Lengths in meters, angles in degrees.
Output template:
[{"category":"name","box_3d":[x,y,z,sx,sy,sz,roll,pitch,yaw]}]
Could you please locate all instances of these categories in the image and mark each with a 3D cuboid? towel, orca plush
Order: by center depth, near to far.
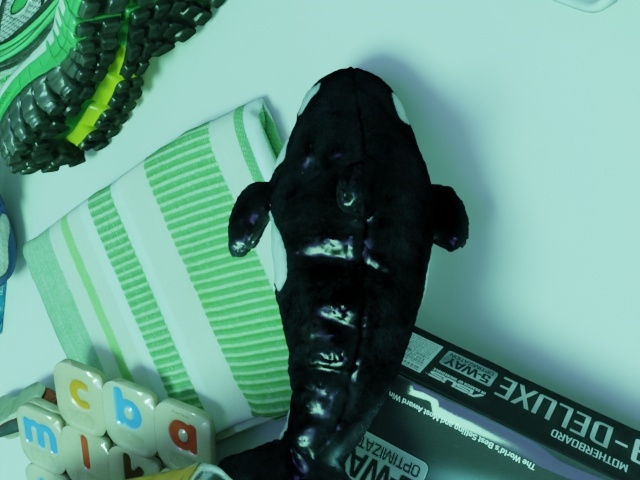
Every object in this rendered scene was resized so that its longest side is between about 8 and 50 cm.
[{"category":"orca plush","box_3d":[0.000,0.000,0.498,0.151,0.287,0.102,16,154,15]},{"category":"towel","box_3d":[-0.116,0.055,0.726,0.325,0.038,0.247,-28,85,37]}]

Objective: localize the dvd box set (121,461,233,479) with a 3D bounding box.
[{"category":"dvd box set","box_3d":[-0.079,0.291,0.603,0.307,0.062,0.420,46,143,-13]}]

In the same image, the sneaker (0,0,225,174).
[{"category":"sneaker","box_3d":[-0.181,-0.197,0.647,0.343,0.134,0.146,-39,78,35]}]

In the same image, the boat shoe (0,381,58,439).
[{"category":"boat shoe","box_3d":[-0.310,0.183,0.886,0.137,0.049,0.043,-26,125,36]}]

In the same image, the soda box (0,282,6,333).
[{"category":"soda box","box_3d":[-0.432,0.036,0.919,0.210,0.067,0.071,25,115,27]}]

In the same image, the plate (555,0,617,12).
[{"category":"plate","box_3d":[0.118,-0.266,0.396,0.277,0.045,0.277,-118,35,-61]}]

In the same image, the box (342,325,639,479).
[{"category":"box","box_3d":[0.113,0.212,0.557,0.308,0.076,0.242,25,115,19]}]

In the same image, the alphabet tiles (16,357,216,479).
[{"category":"alphabet tiles","box_3d":[-0.161,0.242,0.778,0.284,0.021,0.277,15,119,26]}]

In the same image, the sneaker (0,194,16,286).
[{"category":"sneaker","box_3d":[-0.342,-0.070,0.760,0.131,0.112,0.296,8,129,37]}]
